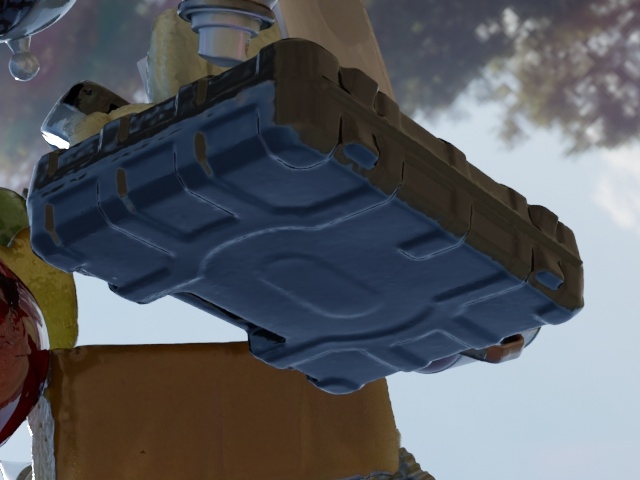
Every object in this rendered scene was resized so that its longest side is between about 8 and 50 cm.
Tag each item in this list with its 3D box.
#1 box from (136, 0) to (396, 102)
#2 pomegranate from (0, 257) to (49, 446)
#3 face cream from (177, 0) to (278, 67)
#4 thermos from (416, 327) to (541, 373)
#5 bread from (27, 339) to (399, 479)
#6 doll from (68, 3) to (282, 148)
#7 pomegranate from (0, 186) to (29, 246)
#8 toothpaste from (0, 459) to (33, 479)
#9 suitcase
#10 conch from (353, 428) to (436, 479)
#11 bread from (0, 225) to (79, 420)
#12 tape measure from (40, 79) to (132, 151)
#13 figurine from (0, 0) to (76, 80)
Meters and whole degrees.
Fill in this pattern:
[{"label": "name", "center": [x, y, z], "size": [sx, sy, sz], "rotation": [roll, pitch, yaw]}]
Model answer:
[{"label": "box", "center": [-0.045, -0.114, 1.356], "size": [0.106, 0.251, 0.203], "rotation": [-15, -93, -38]}, {"label": "pomegranate", "center": [-0.325, 0.077, 1.144], "size": [0.235, 0.210, 0.210], "rotation": [37, -167, 31]}, {"label": "face cream", "center": [-0.058, -0.236, 1.014], "size": [0.075, 0.229, 0.075], "rotation": [6, 176, 0]}, {"label": "thermos", "center": [0.159, 0.104, 1.704], "size": [0.136, 0.109, 0.330], "rotation": [56, -155, 16]}, {"label": "bread", "center": [-0.092, 0.159, 1.306], "size": [0.361, 0.077, 0.138], "rotation": [1, -103, -38]}, {"label": "doll", "center": [-0.083, -0.068, 1.110], "size": [0.175, 0.149, 0.278], "rotation": [34, -139, -3]}, {"label": "pomegranate", "center": [-0.313, 0.009, 1.499], "size": [0.131, 0.152, 0.191], "rotation": [14, -148, 22]}, {"label": "toothpaste", "center": [-0.308, 0.269, 1.565], "size": [0.089, 0.057, 0.234], "rotation": [66, 158, 2]}, {"label": "suitcase", "center": [0.000, 0.001, 0.833], "size": [0.285, 0.206, 0.066], "rotation": [30, -132, -44]}, {"label": "conch", "center": [0.078, 0.280, 1.510], "size": [0.178, 0.245, 0.163], "rotation": [16, -135, 28]}, {"label": "bread", "center": [-0.298, 0.077, 1.341], "size": [0.149, 0.188, 0.065], "rotation": [-16, -158, -39]}, {"label": "tape measure", "center": [-0.241, -0.106, 1.723], "size": [0.182, 0.107, 0.181], "rotation": [26, 168, 47]}, {"label": "figurine", "center": [-0.279, -0.336, 1.318], "size": [0.281, 0.370, 0.167], "rotation": [-3, 166, 44]}]
